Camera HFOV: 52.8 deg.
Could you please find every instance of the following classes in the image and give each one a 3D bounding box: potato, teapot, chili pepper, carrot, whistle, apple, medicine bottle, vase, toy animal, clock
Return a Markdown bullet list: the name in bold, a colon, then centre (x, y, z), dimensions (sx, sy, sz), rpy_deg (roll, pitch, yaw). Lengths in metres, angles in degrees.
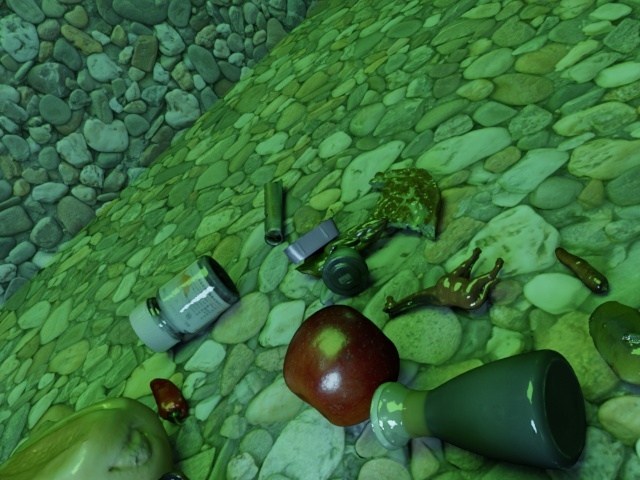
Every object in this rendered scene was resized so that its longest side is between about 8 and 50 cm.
- **potato**: centre (0.488, 0.158, 1.008), dimensions (0.105, 0.085, 0.188), rpy_deg (-32, 27, 7)
- **teapot**: centre (0.059, 0.079, 1.563), dimensions (0.111, 0.149, 0.108), rpy_deg (6, 28, 1)
- **chili pepper**: centre (0.001, 0.000, 1.751), dimensions (0.059, 0.050, 0.191), rpy_deg (8, 66, 47)
- **carrot**: centre (0.483, 0.049, 1.203), dimensions (0.036, 0.035, 0.165), rpy_deg (-35, 29, 6)
- **chili pepper**: centre (-0.385, 0.398, 1.624), dimensions (0.071, 0.063, 0.272), rpy_deg (-33, 26, -16)
- **whistle**: centre (-0.145, -0.099, 2.025), dimensions (0.068, 0.057, 0.326), rpy_deg (-26, 33, 14)
- **apple**: centre (0.041, 0.236, 1.235), dimensions (0.201, 0.218, 0.218), rpy_deg (-50, 33, -14)
- **medicine bottle**: centre (-0.380, 0.178, 1.802), dimensions (0.273, 0.165, 0.165), rpy_deg (-37, 31, 2)
- **vase**: centre (0.239, 0.277, 1.040), dimensions (0.321, 0.173, 0.173), rpy_deg (-16, 37, 39)
- **toy animal**: centre (0.253, 0.100, 1.345), dimensions (0.229, 0.066, 0.224), rpy_deg (-47, 32, -5)
- **clock**: centre (-0.022, 0.003, 1.677), dimensions (0.153, 0.050, 0.110), rpy_deg (-35, 0, -5)

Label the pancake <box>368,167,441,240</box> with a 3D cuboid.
- **pancake**: centre (0.213, -0.094, 1.658), dimensions (0.197, 0.054, 0.376), rpy_deg (-33, 29, 7)

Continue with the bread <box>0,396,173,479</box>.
- **bread**: centre (-0.513, 0.529, 1.385), dimensions (0.376, 0.253, 0.348), rpy_deg (-31, 16, 9)

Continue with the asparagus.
- **asparagus**: centre (0.061, 0.024, 1.634), dimensions (0.287, 0.080, 0.080), rpy_deg (-37, 30, 18)

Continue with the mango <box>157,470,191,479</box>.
- **mango**: centre (-0.304, 0.586, 1.200), dimensions (0.287, 0.152, 0.201), rpy_deg (-46, 28, -13)
